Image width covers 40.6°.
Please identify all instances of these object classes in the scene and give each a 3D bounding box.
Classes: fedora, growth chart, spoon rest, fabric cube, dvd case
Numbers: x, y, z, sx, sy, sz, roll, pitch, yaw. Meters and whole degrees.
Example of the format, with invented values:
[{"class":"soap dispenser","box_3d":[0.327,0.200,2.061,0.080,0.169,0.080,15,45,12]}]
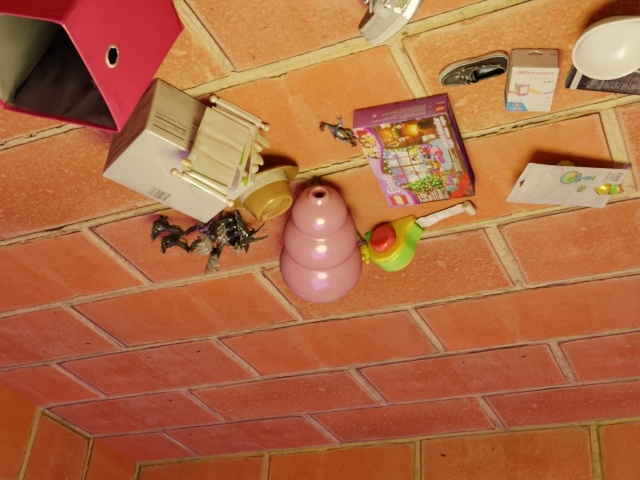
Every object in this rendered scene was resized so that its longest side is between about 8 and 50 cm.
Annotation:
[{"class":"fedora","box_3d":[-0.121,-0.098,1.968,0.194,0.079,0.194,-23,166,-6]},{"class":"growth chart","box_3d":[-0.195,-0.185,1.782,0.172,0.237,0.021,35,147,-25]},{"class":"spoon rest","box_3d":[0.555,-0.373,1.490,0.137,0.084,0.276,23,136,-23]},{"class":"fabric cube","box_3d":[-0.417,-0.372,1.435,0.259,0.258,0.254,14,149,19]},{"class":"dvd case","box_3d":[0.590,-0.336,1.626,0.221,0.018,0.164,5,148,-1]}]

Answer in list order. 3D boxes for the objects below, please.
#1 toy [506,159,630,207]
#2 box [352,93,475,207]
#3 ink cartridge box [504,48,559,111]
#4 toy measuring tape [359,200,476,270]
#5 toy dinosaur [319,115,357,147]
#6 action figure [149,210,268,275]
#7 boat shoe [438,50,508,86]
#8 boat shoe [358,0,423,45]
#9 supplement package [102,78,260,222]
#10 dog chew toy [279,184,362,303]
[{"class":"toy","box_3d":[0.541,-0.135,1.909,0.237,0.056,0.137,6,144,-10]},{"class":"box","box_3d":[0.209,-0.185,1.874,0.200,0.057,0.293,-7,145,20]},{"class":"ink cartridge box","box_3d":[0.405,-0.307,1.664,0.088,0.052,0.122,1,146,6]},{"class":"toy measuring tape","box_3d":[0.227,0.001,2.108,0.330,0.121,0.121,-19,140,32]},{"class":"toy dinosaur","box_3d":[0.036,-0.226,1.855,0.082,0.047,0.090,21,159,8]},{"class":"action figure","box_3d":[-0.276,0.006,2.163,0.275,0.141,0.164,2,146,11]},{"class":"boat shoe","box_3d":[0.293,-0.323,1.665,0.142,0.040,0.049,-16,142,29]},{"class":"boat shoe","box_3d":[0.140,-0.452,1.426,0.103,0.118,0.320,27,146,-11]},{"class":"supplement package","box_3d":[-0.297,-0.186,1.862,0.261,0.145,0.204,26,141,-29]},{"class":"dog chew toy","box_3d":[0.000,0.000,2.074,0.206,0.207,0.332,3,139,3]}]
